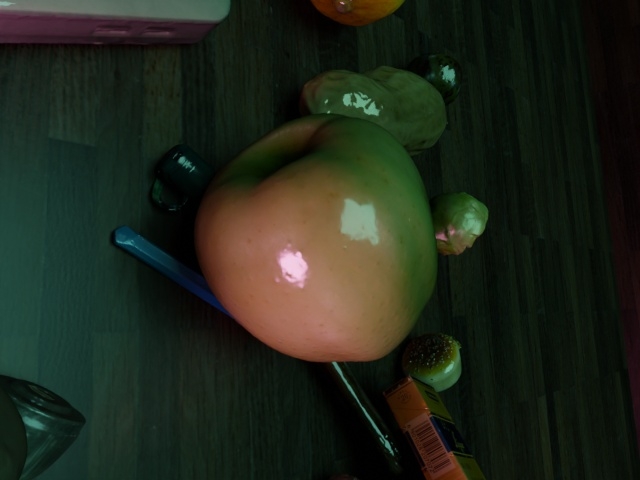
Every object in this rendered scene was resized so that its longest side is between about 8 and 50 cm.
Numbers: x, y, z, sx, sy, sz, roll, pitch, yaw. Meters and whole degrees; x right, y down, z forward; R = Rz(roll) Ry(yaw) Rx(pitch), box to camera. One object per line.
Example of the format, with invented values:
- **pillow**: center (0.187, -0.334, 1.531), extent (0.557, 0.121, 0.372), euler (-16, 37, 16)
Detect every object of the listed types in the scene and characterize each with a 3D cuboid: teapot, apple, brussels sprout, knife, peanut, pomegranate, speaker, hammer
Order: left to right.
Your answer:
- **teapot**: center (-0.336, 0.200, 0.527), extent (0.149, 0.111, 0.108), euler (43, 67, -37)
- **speaker**: center (-0.209, -0.088, 0.755), extent (0.094, 0.060, 0.075), euler (-46, 120, -1)
- **knife**: center (-0.180, 0.065, 0.768), extent (0.296, 0.026, 0.044), euler (39, 54, -30)
- **apple**: center (0.000, 0.000, 0.745), extent (0.357, 0.357, 0.357), euler (11, 75, -43)
- **hammer**: center (0.076, 0.307, 0.905), extent (0.408, 0.095, 0.242), euler (56, 11, -3)
- **peanut**: center (0.115, -0.259, 1.023), extent (0.387, 0.170, 0.192), euler (-12, 85, -45)
- **pomegranate**: center (0.264, -0.365, 1.214), extent (0.148, 0.149, 0.169), euler (35, 58, -35)
- **brussels sprout**: center (0.301, -0.050, 1.189), extent (0.122, 0.149, 0.151), euler (31, 21, -20)

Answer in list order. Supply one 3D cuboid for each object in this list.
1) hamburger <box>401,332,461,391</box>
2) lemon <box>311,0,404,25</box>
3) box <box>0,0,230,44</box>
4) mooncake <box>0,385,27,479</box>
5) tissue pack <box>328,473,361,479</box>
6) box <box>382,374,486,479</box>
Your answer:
- **hamburger**: center (0.235, 0.248, 1.074), extent (0.141, 0.127, 0.081), euler (-41, 121, -37)
- **lemon**: center (0.077, -0.569, 0.992), extent (0.245, 0.245, 0.319), euler (30, 65, -38)
- **box**: center (-0.331, -0.461, 0.659), extent (0.397, 0.111, 0.395), euler (-21, 98, -46)
- **mooncake**: center (-0.379, 0.208, 0.407), extent (0.275, 0.135, 0.274), euler (0, 88, -11)
- **tissue pack**: center (0.011, 0.568, 0.788), extent (0.332, 0.123, 0.245), euler (-40, 110, -42)
- **box**: center (0.212, 0.368, 0.902), extent (0.152, 0.070, 0.237), euler (40, 20, -52)
